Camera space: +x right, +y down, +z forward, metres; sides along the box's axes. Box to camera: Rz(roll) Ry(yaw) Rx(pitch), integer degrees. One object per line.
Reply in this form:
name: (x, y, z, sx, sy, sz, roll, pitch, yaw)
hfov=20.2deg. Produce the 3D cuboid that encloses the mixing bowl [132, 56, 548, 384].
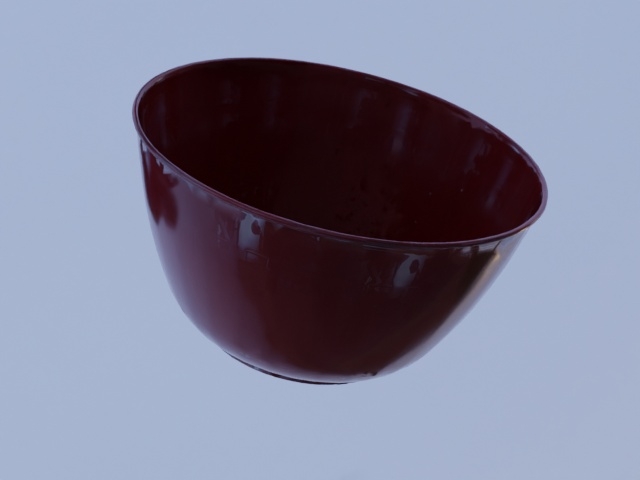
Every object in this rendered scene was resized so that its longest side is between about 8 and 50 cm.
mixing bowl: (0.000, 0.000, 0.788, 0.181, 0.181, 0.098, -7, -59, -36)
